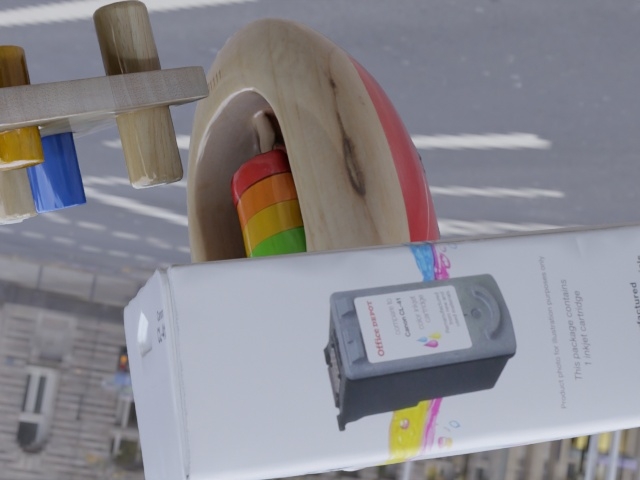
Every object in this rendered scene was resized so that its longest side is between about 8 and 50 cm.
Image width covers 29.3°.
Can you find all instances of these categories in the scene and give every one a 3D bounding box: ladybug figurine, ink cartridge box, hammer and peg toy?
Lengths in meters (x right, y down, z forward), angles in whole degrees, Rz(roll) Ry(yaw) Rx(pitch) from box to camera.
[{"bbox_3d":[0.000,0.000,1.156,0.162,0.449,0.305,4,153,-32],"label":"ladybug figurine"},{"bbox_3d":[0.041,0.079,0.792,0.306,0.131,0.226,-6,171,-15],"label":"ink cartridge box"},{"bbox_3d":[-0.277,-0.066,0.852,0.266,0.127,0.361,-15,-176,-44],"label":"hammer and peg toy"}]
